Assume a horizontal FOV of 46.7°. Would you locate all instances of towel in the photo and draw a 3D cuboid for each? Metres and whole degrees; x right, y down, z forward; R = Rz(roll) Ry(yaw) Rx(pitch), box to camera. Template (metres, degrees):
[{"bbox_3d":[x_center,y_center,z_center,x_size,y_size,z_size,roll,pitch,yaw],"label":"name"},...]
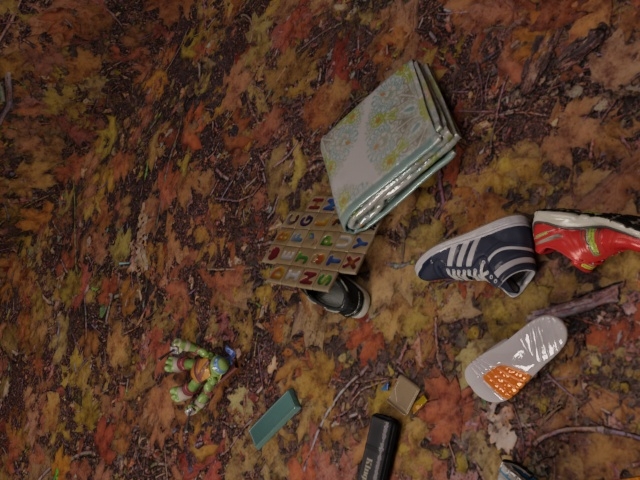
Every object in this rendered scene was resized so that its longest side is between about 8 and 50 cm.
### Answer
[{"bbox_3d":[0.163,-0.235,1.838,0.374,0.090,0.320,-39,42,29],"label":"towel"}]

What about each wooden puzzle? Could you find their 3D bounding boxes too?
[{"bbox_3d":[0.192,0.353,1.694,0.078,0.014,0.116,-57,46,9],"label":"wooden puzzle"}]

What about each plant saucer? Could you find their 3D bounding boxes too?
[{"bbox_3d":[-0.125,0.473,1.965,0.192,0.018,0.067,-49,48,23],"label":"plant saucer"}]

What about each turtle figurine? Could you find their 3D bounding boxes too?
[{"bbox_3d":[-0.392,0.387,2.103,0.274,0.198,0.266,-46,9,-34],"label":"turtle figurine"}]

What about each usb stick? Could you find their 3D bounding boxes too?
[{"bbox_3d":[0.120,0.532,1.683,0.077,0.045,0.277,9,84,45],"label":"usb stick"}]

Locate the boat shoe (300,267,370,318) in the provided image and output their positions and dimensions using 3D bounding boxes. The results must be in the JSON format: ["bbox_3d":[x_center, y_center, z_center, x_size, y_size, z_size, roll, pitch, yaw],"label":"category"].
[{"bbox_3d":[0.000,0.105,1.905,0.303,0.091,0.114,23,94,46],"label":"boat shoe"}]

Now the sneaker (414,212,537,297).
[{"bbox_3d":[0.331,0.065,1.587,0.282,0.099,0.153,-28,57,32],"label":"sneaker"}]

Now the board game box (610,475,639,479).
[{"bbox_3d":[0.600,0.490,0.995,0.356,0.357,0.356,-25,61,37],"label":"board game box"}]

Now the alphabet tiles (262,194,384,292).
[{"bbox_3d":[0.000,0.000,1.922,0.343,0.011,0.285,5,59,45],"label":"alphabet tiles"}]

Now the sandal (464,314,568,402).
[{"bbox_3d":[0.402,0.232,1.477,0.102,0.076,0.265,54,129,15],"label":"sandal"}]

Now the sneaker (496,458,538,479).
[{"bbox_3d":[0.403,0.504,1.404,0.191,0.071,0.082,40,113,52],"label":"sneaker"}]

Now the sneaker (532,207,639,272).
[{"bbox_3d":[0.536,0.006,1.423,0.279,0.107,0.118,13,105,49],"label":"sneaker"}]
